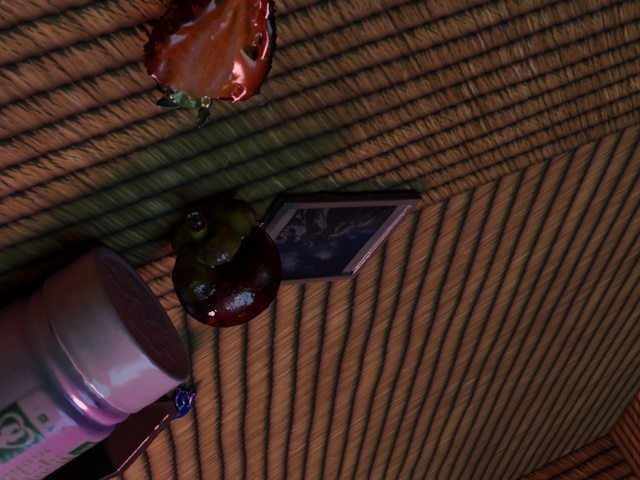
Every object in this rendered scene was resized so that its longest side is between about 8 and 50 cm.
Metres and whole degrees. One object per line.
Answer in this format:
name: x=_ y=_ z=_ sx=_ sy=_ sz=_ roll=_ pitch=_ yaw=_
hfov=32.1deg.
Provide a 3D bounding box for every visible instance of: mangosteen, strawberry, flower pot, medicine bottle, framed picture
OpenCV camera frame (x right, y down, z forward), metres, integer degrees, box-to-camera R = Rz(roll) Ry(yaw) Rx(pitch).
mangosteen: x=-0.141 y=0.027 z=1.461 sx=0.146 sy=0.155 sz=0.181 roll=-21 pitch=134 yaw=41
strawberry: x=-0.115 y=-0.206 z=1.129 sx=0.140 sy=0.085 sz=0.192 roll=-19 pitch=146 yaw=-6
flower pot: x=-0.350 y=0.292 z=1.741 sx=0.179 sy=0.084 sz=0.251 roll=4 pitch=136 yaw=-47
medicine bottle: x=-0.353 y=0.178 z=1.406 sx=0.325 sy=0.212 sz=0.212 roll=-34 pitch=153 yaw=5
framed picture: x=0.000 y=0.000 z=1.663 sx=0.281 sy=0.019 sz=0.209 roll=-5 pitch=144 yaw=-41

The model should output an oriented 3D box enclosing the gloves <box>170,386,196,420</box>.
gloves: x=-0.245 y=0.276 z=1.879 sx=0.064 sy=0.026 sz=0.086 roll=-7 pitch=145 yaw=-35
